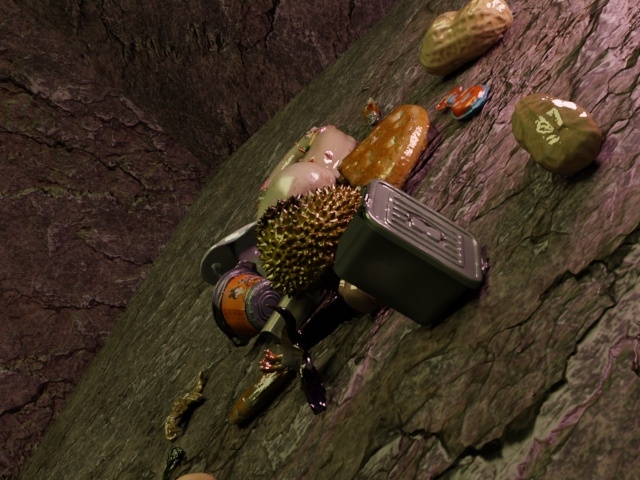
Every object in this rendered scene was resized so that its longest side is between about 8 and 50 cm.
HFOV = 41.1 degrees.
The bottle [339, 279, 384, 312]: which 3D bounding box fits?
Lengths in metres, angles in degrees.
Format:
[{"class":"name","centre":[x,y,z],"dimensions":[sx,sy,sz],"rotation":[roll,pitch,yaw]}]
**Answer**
[{"class":"bottle","centre":[0.110,0.044,1.677],"dimensions":[0.110,0.097,0.209],"rotation":[11,55,33]}]

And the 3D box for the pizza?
[{"class":"pizza","centre":[0.156,-0.192,2.082],"dimensions":[0.278,0.114,0.409],"rotation":[-36,20,35]}]

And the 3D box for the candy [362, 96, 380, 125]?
[{"class":"candy","centre":[0.161,-0.392,2.650],"dimensions":[0.053,0.046,0.182],"rotation":[-40,23,19]}]

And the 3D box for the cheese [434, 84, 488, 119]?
[{"class":"cheese","centre":[0.340,-0.338,2.062],"dimensions":[0.106,0.037,0.256],"rotation":[-47,17,2]}]

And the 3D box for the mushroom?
[{"class":"mushroom","centre":[-0.027,-0.058,2.136],"dimensions":[0.254,0.234,0.260],"rotation":[-39,-33,-23]}]

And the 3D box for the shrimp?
[{"class":"shrimp","centre":[-0.121,0.305,1.798],"dimensions":[0.217,0.051,0.115],"rotation":[-47,14,17]}]

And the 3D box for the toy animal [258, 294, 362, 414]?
[{"class":"toy animal","centre":[-0.053,0.205,1.620],"dimensions":[0.160,0.197,0.272],"rotation":[-42,22,34]}]

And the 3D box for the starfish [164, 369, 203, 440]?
[{"class":"starfish","centre":[-0.343,0.406,2.143],"dimensions":[0.150,0.053,0.209],"rotation":[-27,25,43]}]

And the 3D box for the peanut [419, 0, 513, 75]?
[{"class":"peanut","centre":[0.375,-0.545,2.260],"dimensions":[0.313,0.152,0.152],"rotation":[-21,32,55]}]

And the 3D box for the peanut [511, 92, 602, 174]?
[{"class":"peanut","centre":[0.390,-0.192,1.452],"dimensions":[0.123,0.123,0.256],"rotation":[-45,19,13]}]

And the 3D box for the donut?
[{"class":"donut","centre":[-0.050,-0.189,2.569],"dimensions":[0.382,0.142,0.382],"rotation":[-45,16,17]}]

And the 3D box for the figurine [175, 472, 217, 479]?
[{"class":"figurine","centre":[-0.250,0.509,1.594],"dimensions":[0.196,0.114,0.108],"rotation":[-50,36,39]}]

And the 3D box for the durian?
[{"class":"durian","centre":[0.001,-0.005,1.826],"dimensions":[0.293,0.258,0.258],"rotation":[-25,6,-23]}]

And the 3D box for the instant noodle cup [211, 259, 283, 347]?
[{"class":"instant noodle cup","centre":[-0.155,0.154,2.043],"dimensions":[0.177,0.208,0.125],"rotation":[-11,6,-38]}]

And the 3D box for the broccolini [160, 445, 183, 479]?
[{"class":"broccolini","centre":[-0.345,0.529,1.930],"dimensions":[0.035,0.030,0.140],"rotation":[2,48,23]}]

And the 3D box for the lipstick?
[{"class":"lipstick","centre":[-0.040,0.122,1.943],"dimensions":[0.253,0.077,0.079],"rotation":[-56,16,-24]}]

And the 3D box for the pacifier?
[{"class":"pacifier","centre":[-0.181,0.070,2.340],"dimensions":[0.279,0.227,0.207],"rotation":[-31,50,-2]}]

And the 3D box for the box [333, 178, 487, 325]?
[{"class":"box","centre":[0.143,0.025,1.432],"dimensions":[0.135,0.243,0.163],"rotation":[-55,12,30]}]
